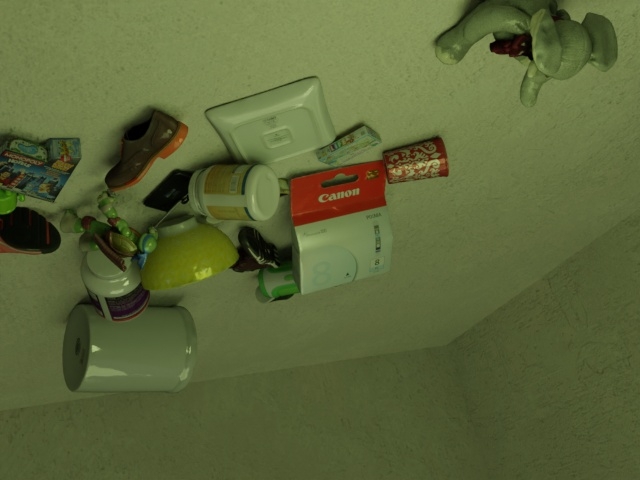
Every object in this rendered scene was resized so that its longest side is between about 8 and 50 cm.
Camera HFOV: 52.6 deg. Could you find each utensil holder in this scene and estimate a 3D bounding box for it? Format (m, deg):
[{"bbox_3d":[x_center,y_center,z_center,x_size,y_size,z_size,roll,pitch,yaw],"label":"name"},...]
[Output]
[{"bbox_3d":[-0.694,0.390,2.342,0.385,0.327,0.327,9,147,-36],"label":"utensil holder"}]

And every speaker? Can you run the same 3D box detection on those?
[{"bbox_3d":[-0.060,0.119,2.244,0.296,0.131,0.131,-12,157,18],"label":"speaker"}]

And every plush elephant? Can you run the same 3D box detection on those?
[{"bbox_3d":[0.453,-0.408,1.344,0.272,0.255,0.330,-2,153,-26],"label":"plush elephant"}]

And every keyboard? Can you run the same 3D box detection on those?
[{"bbox_3d":[-0.391,-0.131,1.751,0.108,0.023,0.180,17,142,-39],"label":"keyboard"}]

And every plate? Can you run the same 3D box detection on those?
[{"bbox_3d":[-0.108,-0.267,1.589,0.277,0.045,0.278,-16,156,4],"label":"plate"}]

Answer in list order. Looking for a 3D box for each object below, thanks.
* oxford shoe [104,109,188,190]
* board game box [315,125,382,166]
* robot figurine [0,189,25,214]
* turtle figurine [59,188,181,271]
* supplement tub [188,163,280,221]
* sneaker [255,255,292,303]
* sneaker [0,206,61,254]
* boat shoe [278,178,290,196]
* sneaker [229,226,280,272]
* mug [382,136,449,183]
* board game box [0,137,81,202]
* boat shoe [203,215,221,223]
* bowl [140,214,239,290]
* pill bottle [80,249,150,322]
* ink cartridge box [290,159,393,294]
[{"bbox_3d":[-0.428,-0.211,1.500,0.271,0.097,0.098,-33,130,27],"label":"oxford shoe"},{"bbox_3d":[0.076,-0.248,1.729,0.154,0.026,0.103,-26,165,22],"label":"board game box"},{"bbox_3d":[-0.759,-0.105,1.541,0.101,0.067,0.115,-11,157,-29],"label":"robot figurine"},{"bbox_3d":[-0.527,-0.056,1.715,0.266,0.275,0.198,1,179,21],"label":"turtle figurine"},{"bbox_3d":[-0.220,-0.123,1.653,0.199,0.144,0.144,3,164,25],"label":"supplement tub"},{"bbox_3d":[-0.097,0.132,2.404,0.296,0.104,0.147,-36,167,20],"label":"sneaker"},{"bbox_3d":[-0.839,-0.019,1.667,0.314,0.116,0.136,8,158,-28],"label":"sneaker"},{"bbox_3d":[-0.159,-0.126,1.856,0.153,0.048,0.056,-21,155,14],"label":"boat shoe"},{"bbox_3d":[-0.250,0.051,2.124,0.162,0.106,0.281,-17,156,12],"label":"sneaker"},{"bbox_3d":[0.269,-0.211,1.845,0.169,0.113,0.150,-11,154,1],"label":"mug"},{"bbox_3d":[-0.642,-0.176,1.465,0.194,0.060,0.194,-30,151,28],"label":"board game box"},{"bbox_3d":[-0.242,-0.099,1.805,0.098,0.096,0.277,4,154,-40],"label":"boat shoe"},{"bbox_3d":[-0.393,0.017,1.859,0.289,0.156,0.289,-15,-166,4],"label":"bowl"},{"bbox_3d":[-0.618,0.117,1.959,0.181,0.181,0.323,-8,155,-14],"label":"pill bottle"},{"bbox_3d":[0.069,-0.034,1.932,0.308,0.091,0.385,-13,132,-16],"label":"ink cartridge box"}]
